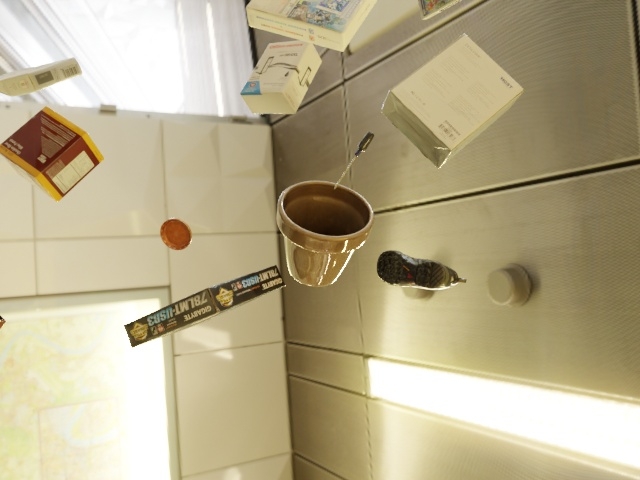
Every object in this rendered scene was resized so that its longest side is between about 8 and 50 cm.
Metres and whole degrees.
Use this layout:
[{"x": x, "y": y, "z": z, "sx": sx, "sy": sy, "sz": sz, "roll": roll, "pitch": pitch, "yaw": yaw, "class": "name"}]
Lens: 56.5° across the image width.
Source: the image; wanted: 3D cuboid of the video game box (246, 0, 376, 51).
[{"x": -0.002, "y": -0.438, "z": 1.071, "sx": 0.187, "sy": 0.205, "sz": 0.048, "roll": 20, "pitch": -30, "yaw": 17, "class": "video game box"}]

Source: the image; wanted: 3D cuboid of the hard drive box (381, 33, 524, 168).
[{"x": 0.277, "y": -0.295, "z": 1.255, "sx": 0.181, "sy": 0.232, "sz": 0.089, "roll": 48, "pitch": -17, "yaw": 10, "class": "hard drive box"}]

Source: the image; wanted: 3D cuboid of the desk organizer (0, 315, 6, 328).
[{"x": -0.721, "y": 0.149, "z": 1.240, "sx": 0.130, "sy": 0.047, "sz": 0.050, "roll": 34, "pitch": -96, "yaw": 22, "class": "desk organizer"}]

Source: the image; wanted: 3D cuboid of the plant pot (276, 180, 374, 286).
[{"x": 0.000, "y": 0.000, "z": 1.640, "sx": 0.263, "sy": 0.263, "sz": 0.229, "roll": 56, "pitch": -34, "yaw": 43, "class": "plant pot"}]

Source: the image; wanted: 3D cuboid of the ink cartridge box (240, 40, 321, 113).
[{"x": -0.107, "y": -0.450, "z": 1.642, "sx": 0.148, "sy": 0.086, "sz": 0.203, "roll": 6, "pitch": -119, "yaw": 31, "class": "ink cartridge box"}]

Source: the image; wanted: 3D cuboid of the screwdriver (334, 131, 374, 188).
[{"x": 0.080, "y": -0.202, "z": 1.498, "sx": 0.024, "sy": 0.025, "sz": 0.169, "roll": 37, "pitch": -89, "yaw": 35, "class": "screwdriver"}]

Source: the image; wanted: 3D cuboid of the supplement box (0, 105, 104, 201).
[{"x": -0.793, "y": -0.255, "z": 1.755, "sx": 0.191, "sy": 0.194, "sz": 0.129, "roll": 31, "pitch": -22, "yaw": 21, "class": "supplement box"}]

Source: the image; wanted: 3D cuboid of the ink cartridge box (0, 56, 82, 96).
[{"x": -0.796, "y": -0.432, "z": 1.609, "sx": 0.233, "sy": 0.189, "sz": 0.066, "roll": -8, "pitch": -64, "yaw": 24, "class": "ink cartridge box"}]

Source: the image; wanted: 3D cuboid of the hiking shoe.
[{"x": 0.232, "y": 0.081, "z": 1.423, "sx": 0.227, "sy": 0.114, "sz": 0.086, "roll": 16, "pitch": -90, "yaw": 52, "class": "hiking shoe"}]

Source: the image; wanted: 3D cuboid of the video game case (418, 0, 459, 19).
[{"x": 0.178, "y": -0.374, "z": 0.832, "sx": 0.122, "sy": 0.011, "sz": 0.087, "roll": -8, "pitch": -86, "yaw": 56, "class": "video game case"}]

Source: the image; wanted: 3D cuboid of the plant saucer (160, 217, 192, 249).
[{"x": -0.359, "y": -0.016, "z": 1.486, "sx": 0.013, "sy": 0.084, "sz": 0.083, "roll": -57, "pitch": 158, "yaw": -68, "class": "plant saucer"}]

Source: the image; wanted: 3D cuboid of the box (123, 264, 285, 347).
[{"x": -0.283, "y": 0.163, "z": 1.494, "sx": 0.296, "sy": 0.293, "sz": 0.073, "roll": -25, "pitch": -93, "yaw": 27, "class": "box"}]
